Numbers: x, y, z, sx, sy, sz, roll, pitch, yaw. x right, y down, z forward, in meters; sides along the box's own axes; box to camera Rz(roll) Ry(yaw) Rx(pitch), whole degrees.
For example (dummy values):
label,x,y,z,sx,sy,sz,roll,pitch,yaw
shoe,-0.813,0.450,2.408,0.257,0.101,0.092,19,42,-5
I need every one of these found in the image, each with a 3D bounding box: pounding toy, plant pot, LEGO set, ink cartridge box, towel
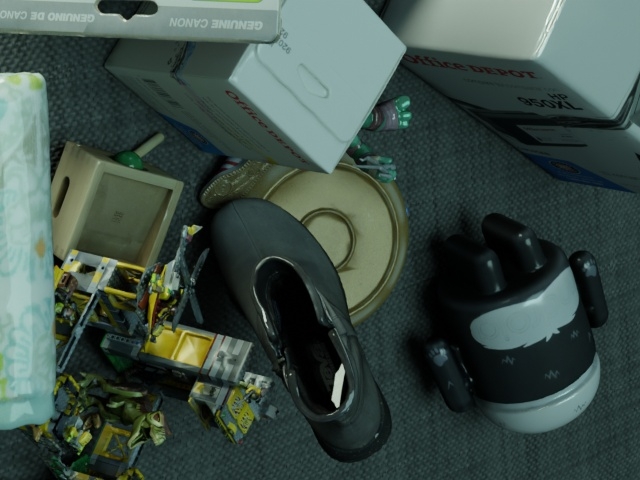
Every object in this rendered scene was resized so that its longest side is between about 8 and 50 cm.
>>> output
label,x,y,z,sx,sy,sz,roll,pitch,yaw
pounding toy,-0.216,-0.048,1.891,0.130,0.100,0.141,14,100,-40
plant pot,0.000,0.000,2.065,0.236,0.032,0.236,-3,99,-23
LEGO set,-0.168,0.160,1.816,0.331,0.192,0.255,75,34,-50
ink cartridge box,-0.068,-0.192,1.883,0.171,0.233,0.168,42,72,-37
ink cartridge box,0.300,-0.206,2.151,0.395,0.285,0.166,32,79,-38
towel,-0.426,0.014,1.606,0.375,0.090,0.320,-1,101,-4
ink cartridge box,-0.164,-0.330,1.723,0.130,0.310,0.271,-32,125,-73

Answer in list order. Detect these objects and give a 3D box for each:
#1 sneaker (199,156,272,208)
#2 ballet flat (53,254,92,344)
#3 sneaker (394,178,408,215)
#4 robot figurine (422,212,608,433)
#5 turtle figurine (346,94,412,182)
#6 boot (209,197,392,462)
label,x,y,z,sx,sy,sz,roll,pitch,yaw
sneaker,-0.093,-0.090,2.014,0.118,0.067,0.042,-41,130,9
ballet flat,-0.325,0.098,1.815,0.280,0.096,0.095,-29,115,-33
sneaker,0.064,-0.072,2.130,0.052,0.058,0.135,-51,125,-21
robot figurine,0.244,0.106,2.244,0.173,0.209,0.278,-70,143,-58
turtle figurine,0.035,-0.156,2.003,0.234,0.118,0.175,-41,129,-69
boot,-0.030,0.057,1.861,0.118,0.338,0.222,-32,155,-2
